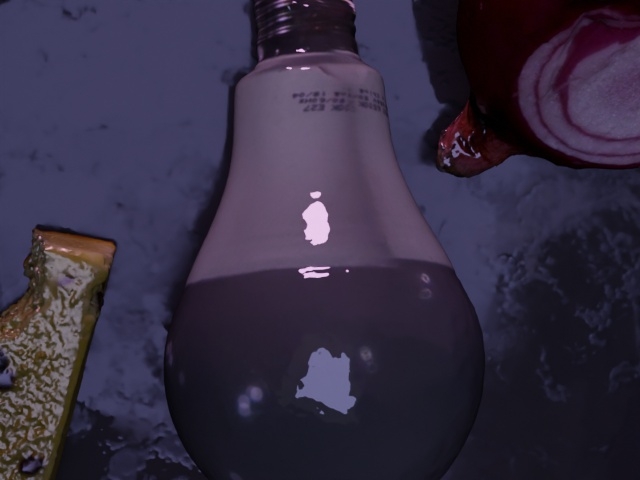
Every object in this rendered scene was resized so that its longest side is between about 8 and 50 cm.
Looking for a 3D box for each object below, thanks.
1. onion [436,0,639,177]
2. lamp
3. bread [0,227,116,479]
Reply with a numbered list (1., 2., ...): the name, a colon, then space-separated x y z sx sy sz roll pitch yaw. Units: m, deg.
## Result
1. onion: 0.143 -0.115 0.887 0.173 0.135 0.198 37 132 -26
2. lamp: 0.017 0.008 0.873 0.182 0.182 0.313 15 77 -7
3. bread: -0.192 0.102 0.909 0.088 0.049 0.226 14 95 -7
